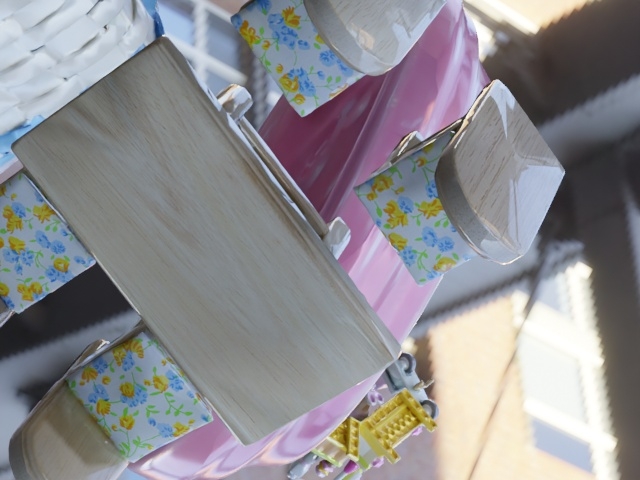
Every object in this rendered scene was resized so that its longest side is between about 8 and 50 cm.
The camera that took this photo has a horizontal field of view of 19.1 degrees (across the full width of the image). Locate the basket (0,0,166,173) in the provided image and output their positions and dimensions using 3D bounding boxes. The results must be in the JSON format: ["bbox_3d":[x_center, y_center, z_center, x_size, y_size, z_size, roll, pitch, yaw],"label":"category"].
[{"bbox_3d":[-0.207,-0.193,0.943,0.201,0.289,0.255,-31,-135,24],"label":"basket"}]

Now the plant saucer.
[{"bbox_3d":[0.000,0.000,1.088,0.332,0.084,0.332,-56,-168,18],"label":"plant saucer"}]

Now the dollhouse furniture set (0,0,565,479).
[{"bbox_3d":[-0.077,-0.030,0.640,0.212,0.242,0.161,-32,-169,27],"label":"dollhouse furniture set"}]

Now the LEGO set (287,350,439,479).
[{"bbox_3d":[-0.010,0.170,1.678,0.107,0.287,0.132,-45,-121,31],"label":"LEGO set"}]

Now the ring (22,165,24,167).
[{"bbox_3d":[-0.324,-0.097,1.576,0.336,0.336,0.032,-21,-163,45],"label":"ring"}]
